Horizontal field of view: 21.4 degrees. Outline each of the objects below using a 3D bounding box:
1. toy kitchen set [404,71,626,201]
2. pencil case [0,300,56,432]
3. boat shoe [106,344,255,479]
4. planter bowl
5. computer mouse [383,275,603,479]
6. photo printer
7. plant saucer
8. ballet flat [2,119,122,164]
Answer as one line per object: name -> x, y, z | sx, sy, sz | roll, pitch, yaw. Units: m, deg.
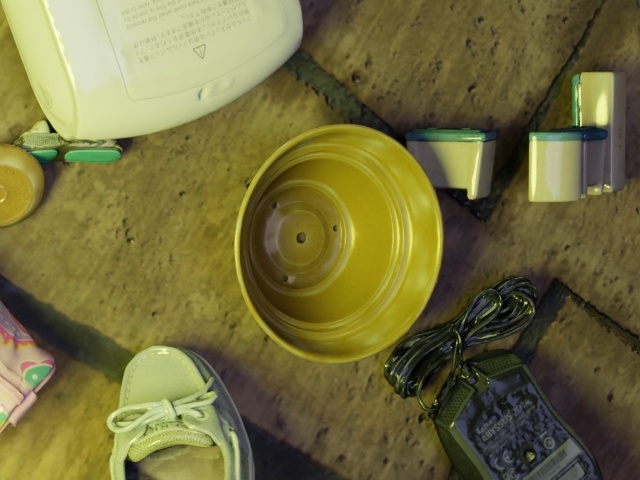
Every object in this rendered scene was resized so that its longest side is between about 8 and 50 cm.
toy kitchen set -> 0.197, -0.107, 1.680 | 0.207, 0.166, 0.122 | -11, 103, -65
pencil case -> -0.342, 0.042, 1.358 | 0.124, 0.124, 0.284 | -46, 115, -18
boat shoe -> -0.117, 0.209, 1.411 | 0.118, 0.320, 0.103 | -9, 140, 2
planter bowl -> 0.000, 0.000, 1.561 | 0.217, 0.090, 0.217 | -3, 96, -28
computer mouse -> 0.186, 0.187, 1.699 | 0.188, 0.072, 0.272 | -32, 96, -21
photo printer -> -0.157, -0.249, 1.441 | 0.256, 0.107, 0.308 | -26, 106, -28
plant saucer -> -0.272, -0.042, 1.426 | 0.083, 0.015, 0.083 | -8, 124, -12
ballet flat -> -0.228, -0.085, 1.462 | 0.114, 0.041, 0.041 | -5, 97, -29
